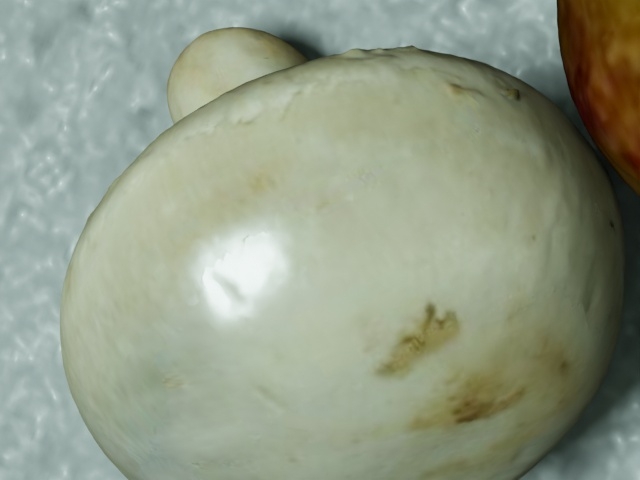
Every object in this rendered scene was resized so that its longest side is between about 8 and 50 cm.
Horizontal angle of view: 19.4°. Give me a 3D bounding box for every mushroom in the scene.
[{"bbox_3d":[0.000,0.000,0.689,0.207,0.207,0.215,-41,45,18],"label":"mushroom"}]

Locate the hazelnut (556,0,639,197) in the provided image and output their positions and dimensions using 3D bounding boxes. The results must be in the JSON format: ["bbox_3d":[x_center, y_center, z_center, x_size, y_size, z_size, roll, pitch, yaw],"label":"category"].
[{"bbox_3d":[0.171,-0.073,0.627,0.178,0.178,0.204,-26,88,20],"label":"hazelnut"}]
